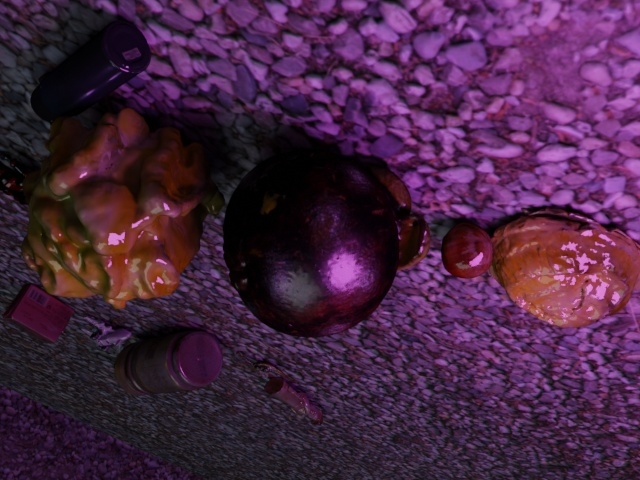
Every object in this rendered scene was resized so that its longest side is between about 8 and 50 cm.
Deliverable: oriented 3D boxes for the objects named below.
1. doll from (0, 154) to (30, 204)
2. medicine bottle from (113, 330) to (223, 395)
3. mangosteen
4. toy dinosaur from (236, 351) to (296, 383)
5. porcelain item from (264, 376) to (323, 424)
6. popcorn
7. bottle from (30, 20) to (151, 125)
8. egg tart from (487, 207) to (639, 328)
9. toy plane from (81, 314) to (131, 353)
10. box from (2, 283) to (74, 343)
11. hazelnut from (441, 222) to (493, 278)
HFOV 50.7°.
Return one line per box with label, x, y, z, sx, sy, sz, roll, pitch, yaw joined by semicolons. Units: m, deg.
doll;-0.518;-0.090;1.277;0.248;0.088;0.127;23;171;11
medicine bottle;-0.407;0.329;1.803;0.322;0.151;0.151;-17;134;44
mangosteen;0.000;0.000;0.976;0.287;0.288;0.288;14;149;8
toy dinosaur;-0.144;0.343;1.795;0.180;0.037;0.058;16;154;7
porcelain item;-0.064;0.459;1.917;0.084;0.054;0.213;-9;138;42
popcorn;-0.298;-0.053;1.004;0.311;0.312;0.312;14;149;8
bottle;-0.335;-0.232;0.956;0.244;0.072;0.082;-16;98;43
egg tart;0.363;0.055;1.018;0.231;0.099;0.252;-15;132;38
toy plane;-0.598;0.271;1.905;0.171;0.066;0.162;-2;133;38
box;-0.763;0.201;1.834;0.060;0.111;0.156;-12;136;41
hazelnut;0.223;0.016;1.027;0.086;0.086;0.086;14;149;8
